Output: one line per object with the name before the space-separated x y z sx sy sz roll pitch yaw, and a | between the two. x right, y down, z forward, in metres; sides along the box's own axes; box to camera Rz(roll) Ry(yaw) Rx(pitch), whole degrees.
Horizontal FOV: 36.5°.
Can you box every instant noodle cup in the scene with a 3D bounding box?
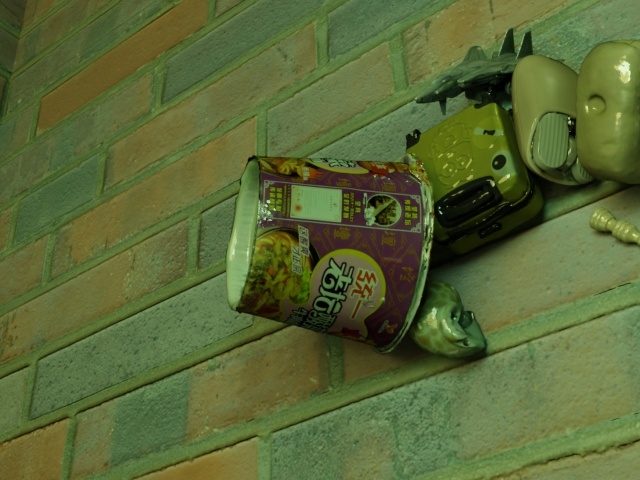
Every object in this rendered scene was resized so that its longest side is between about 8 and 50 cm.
instant noodle cup | 0.000 0.000 1.557 0.340 0.265 0.340 -170 90 -76

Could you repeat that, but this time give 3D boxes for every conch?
conch | 0.184 0.126 1.526 0.173 0.116 0.106 50 123 34

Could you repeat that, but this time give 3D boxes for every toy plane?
toy plane | 0.264 -0.271 1.661 0.267 0.088 0.212 -33 33 -25

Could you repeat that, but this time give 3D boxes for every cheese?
cheese | 0.450 -0.196 1.414 0.117 0.218 0.235 6 47 41

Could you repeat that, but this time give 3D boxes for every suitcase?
suitcase | 0.253 -0.104 1.585 0.194 0.143 0.235 -28 47 27

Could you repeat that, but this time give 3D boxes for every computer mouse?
computer mouse | 0.372 -0.196 1.530 0.082 0.145 0.237 -44 35 47

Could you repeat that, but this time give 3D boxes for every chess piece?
chess piece | 0.443 -0.016 1.432 0.035 0.035 0.092 -55 45 1
